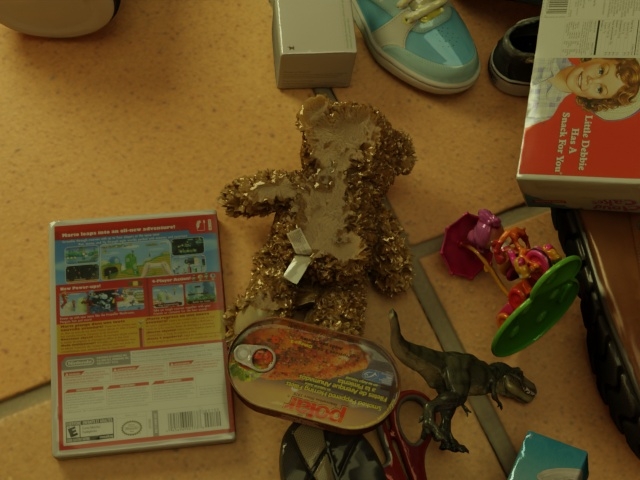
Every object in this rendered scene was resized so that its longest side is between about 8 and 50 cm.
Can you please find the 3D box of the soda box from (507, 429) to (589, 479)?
[{"bbox_3d":[0.221,0.318,1.067,0.071,0.067,0.210,17,63,26],"label":"soda box"}]

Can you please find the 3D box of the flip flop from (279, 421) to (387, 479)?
[{"bbox_3d":[0.045,0.313,1.071,0.112,0.080,0.277,-36,90,-21],"label":"flip flop"}]

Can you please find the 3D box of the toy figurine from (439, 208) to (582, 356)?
[{"bbox_3d":[0.211,0.025,1.166,0.130,0.173,0.159,-24,59,-26],"label":"toy figurine"}]

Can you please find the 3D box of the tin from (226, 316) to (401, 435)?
[{"bbox_3d":[-0.008,0.148,1.067,0.189,0.040,0.106,14,59,5],"label":"tin"}]

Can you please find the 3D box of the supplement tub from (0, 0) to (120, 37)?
[{"bbox_3d":[-0.343,-0.441,1.279,0.193,0.193,0.316,2,67,-4],"label":"supplement tub"}]

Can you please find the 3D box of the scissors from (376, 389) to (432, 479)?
[{"bbox_3d":[0.103,0.305,1.104,0.109,0.021,0.297,-6,71,-17],"label":"scissors"}]

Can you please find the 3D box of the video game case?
[{"bbox_3d":[-0.211,0.104,1.156,0.204,0.025,0.285,-4,68,-7],"label":"video game case"}]

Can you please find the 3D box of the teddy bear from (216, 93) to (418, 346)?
[{"bbox_3d":[0.000,0.000,1.187,0.245,0.113,0.338,-2,75,1],"label":"teddy bear"}]

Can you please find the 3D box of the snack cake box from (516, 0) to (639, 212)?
[{"bbox_3d":[0.329,-0.171,1.164,0.152,0.089,0.264,5,71,23],"label":"snack cake box"}]

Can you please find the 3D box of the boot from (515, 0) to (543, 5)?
[{"bbox_3d":[0.293,-0.377,1.369,0.178,0.085,0.236,-16,33,-40],"label":"boot"}]

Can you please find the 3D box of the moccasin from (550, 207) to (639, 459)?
[{"bbox_3d":[0.384,0.087,1.166,0.147,0.139,0.380,-9,59,1],"label":"moccasin"}]

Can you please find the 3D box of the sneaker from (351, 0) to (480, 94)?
[{"bbox_3d":[0.105,-0.348,1.272,0.127,0.208,0.319,-34,75,-18],"label":"sneaker"}]

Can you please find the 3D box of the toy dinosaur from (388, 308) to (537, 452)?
[{"bbox_3d":[0.143,0.169,1.092,0.268,0.064,0.118,26,68,-43],"label":"toy dinosaur"}]

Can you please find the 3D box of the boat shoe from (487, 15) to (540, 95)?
[{"bbox_3d":[0.379,-0.272,1.320,0.306,0.105,0.113,-5,68,-7],"label":"boat shoe"}]

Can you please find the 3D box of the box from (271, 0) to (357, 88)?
[{"bbox_3d":[-0.010,-0.263,1.291,0.102,0.087,0.101,-3,68,-6],"label":"box"}]
